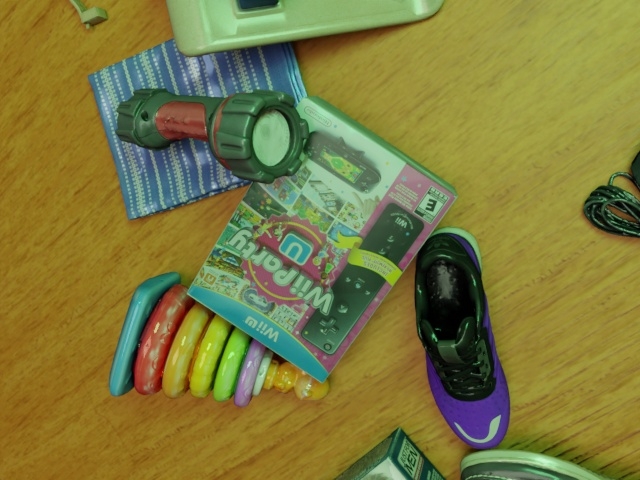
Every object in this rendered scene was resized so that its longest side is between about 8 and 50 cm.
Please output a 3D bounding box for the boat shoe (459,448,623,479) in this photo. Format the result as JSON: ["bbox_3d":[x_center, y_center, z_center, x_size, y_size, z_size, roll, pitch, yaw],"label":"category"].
[{"bbox_3d":[0.314,0.340,0.720,0.285,0.092,0.103,13,137,12],"label":"boat shoe"}]

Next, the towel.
[{"bbox_3d":[-0.177,-0.184,0.851,0.335,0.040,0.243,-16,91,18],"label":"towel"}]

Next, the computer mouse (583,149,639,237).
[{"bbox_3d":[0.447,-0.105,0.652,0.188,0.072,0.272,27,103,13],"label":"computer mouse"}]

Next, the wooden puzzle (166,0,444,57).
[{"bbox_3d":[-0.037,-0.413,0.703,0.347,0.080,0.322,-12,93,-5],"label":"wooden puzzle"}]

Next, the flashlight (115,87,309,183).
[{"bbox_3d":[-0.153,-0.137,0.719,0.304,0.103,0.103,14,93,41],"label":"flashlight"}]

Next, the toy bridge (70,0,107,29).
[{"bbox_3d":[-0.381,-0.417,0.891,0.063,0.026,0.188,-13,93,20],"label":"toy bridge"}]

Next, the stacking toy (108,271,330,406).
[{"bbox_3d":[-0.130,0.173,0.837,0.301,0.175,0.166,18,98,0],"label":"stacking toy"}]

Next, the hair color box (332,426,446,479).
[{"bbox_3d":[0.156,0.454,0.790,0.174,0.105,0.347,-44,82,16],"label":"hair color box"}]

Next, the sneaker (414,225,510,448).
[{"bbox_3d":[0.168,0.134,0.726,0.102,0.146,0.294,-12,93,18],"label":"sneaker"}]

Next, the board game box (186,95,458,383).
[{"bbox_3d":[0.000,0.000,0.766,0.224,0.097,0.303,33,108,0],"label":"board game box"}]
